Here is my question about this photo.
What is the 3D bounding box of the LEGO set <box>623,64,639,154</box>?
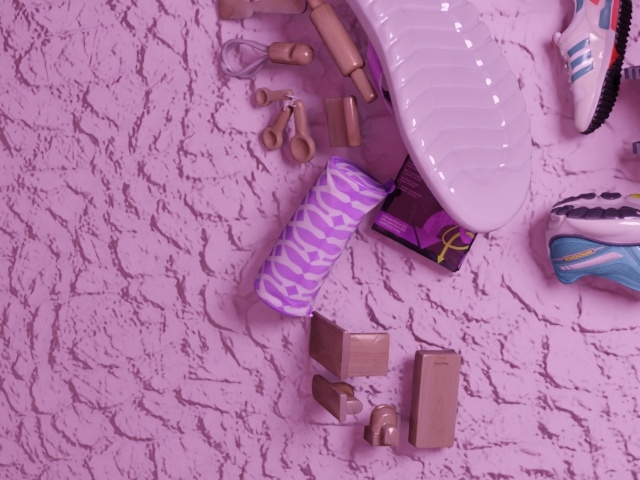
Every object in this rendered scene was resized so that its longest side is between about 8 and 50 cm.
[{"bbox_3d":[0.432,-0.220,1.092,0.255,0.192,0.331,-21,104,-11],"label":"LEGO set"}]

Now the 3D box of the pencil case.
[{"bbox_3d":[0.000,0.000,1.251,0.088,0.086,0.206,25,112,-18],"label":"pencil case"}]

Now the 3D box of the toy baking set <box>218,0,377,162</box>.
[{"bbox_3d":[-0.039,-0.207,1.242,0.197,0.030,0.256,-31,83,42],"label":"toy baking set"}]

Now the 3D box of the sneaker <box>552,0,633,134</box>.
[{"bbox_3d":[0.295,-0.201,1.177,0.075,0.057,0.161,16,101,31],"label":"sneaker"}]

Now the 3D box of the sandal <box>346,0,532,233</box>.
[{"bbox_3d":[0.115,-0.201,1.189,0.102,0.169,0.416,-33,78,61],"label":"sandal"}]

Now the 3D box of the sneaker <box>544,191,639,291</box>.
[{"bbox_3d":[0.388,0.009,1.156,0.275,0.107,0.110,4,116,21],"label":"sneaker"}]

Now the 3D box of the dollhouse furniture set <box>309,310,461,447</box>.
[{"bbox_3d":[0.074,0.168,1.285,0.151,0.123,0.144,1,97,-19],"label":"dollhouse furniture set"}]

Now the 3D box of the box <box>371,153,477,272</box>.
[{"bbox_3d":[0.146,-0.059,1.241,0.116,0.029,0.162,28,101,12],"label":"box"}]
